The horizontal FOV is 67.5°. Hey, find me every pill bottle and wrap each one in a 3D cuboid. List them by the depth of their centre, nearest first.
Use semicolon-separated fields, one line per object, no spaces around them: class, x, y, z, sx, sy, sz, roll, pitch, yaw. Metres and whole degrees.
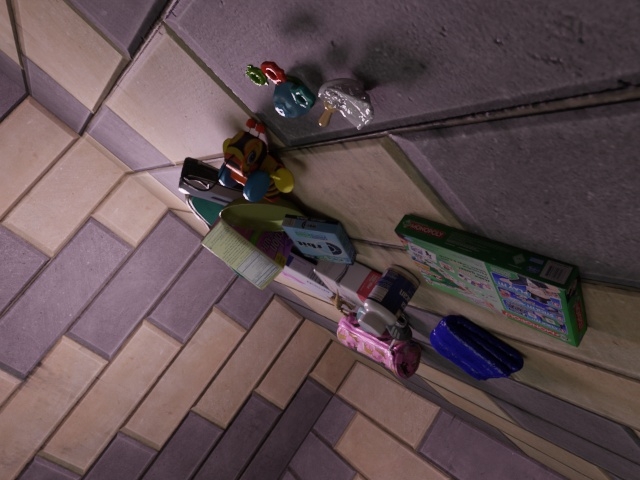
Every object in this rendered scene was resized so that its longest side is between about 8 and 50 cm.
pill bottle;0.170;0.154;1.215;0.094;0.169;0.094;34;166;9

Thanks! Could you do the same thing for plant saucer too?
plant saucer;-0.155;-0.076;1.323;0.241;0.037;0.241;2;164;1
plant saucer;0.181;0.320;1.913;0.119;0.021;0.119;35;136;43

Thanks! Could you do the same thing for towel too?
towel;0.418;0.314;1.343;0.227;0.076;0.308;31;165;15

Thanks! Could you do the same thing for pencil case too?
pencil case;0.235;0.428;1.992;0.386;0.160;0.167;19;125;51

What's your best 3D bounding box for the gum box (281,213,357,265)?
gum box;0.000;0.000;1.298;0.157;0.041;0.184;9;156;24

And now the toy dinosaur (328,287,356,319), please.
toy dinosaur;0.059;0.199;1.496;0.092;0.053;0.183;35;169;3

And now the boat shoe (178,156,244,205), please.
boat shoe;-0.249;-0.152;1.339;0.306;0.105;0.113;15;164;-37

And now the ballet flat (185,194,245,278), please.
ballet flat;-0.351;-0.066;1.795;0.483;0.164;0.182;63;-179;-41

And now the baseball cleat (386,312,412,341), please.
baseball cleat;0.271;0.294;1.643;0.206;0.072;0.109;40;160;-30

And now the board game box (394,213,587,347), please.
board game box;0.304;0.068;0.871;0.317;0.046;0.213;23;162;42

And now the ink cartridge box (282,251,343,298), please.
ink cartridge box;-0.066;0.144;1.897;0.324;0.071;0.330;27;164;15

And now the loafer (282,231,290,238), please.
loafer;-0.134;-0.055;1.527;0.125;0.039;0.045;37;167;-5

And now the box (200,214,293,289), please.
box;-0.220;-0.005;1.515;0.243;0.117;0.213;41;-153;-13

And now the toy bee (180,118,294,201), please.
toy bee;-0.140;-0.166;1.020;0.195;0.162;0.298;28;-169;0

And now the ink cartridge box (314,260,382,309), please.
ink cartridge box;0.107;0.132;1.457;0.218;0.092;0.158;25;163;34

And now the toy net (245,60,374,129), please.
toy net;-0.008;-0.219;0.691;0.232;0.045;0.122;20;157;45
